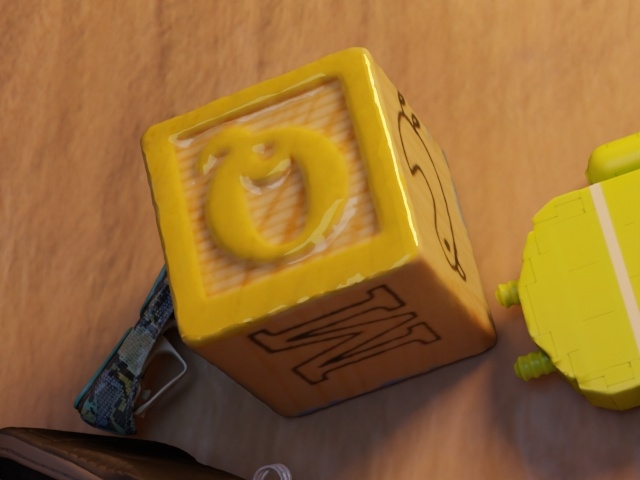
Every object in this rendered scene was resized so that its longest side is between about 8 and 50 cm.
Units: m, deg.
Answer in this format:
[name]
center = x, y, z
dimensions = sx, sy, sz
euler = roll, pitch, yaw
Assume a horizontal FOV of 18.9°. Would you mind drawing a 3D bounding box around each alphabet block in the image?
[alphabet block]
center = 0.000, 0.000, 1.465
dimensions = 0.193, 0.197, 0.192
euler = -22, 63, 13

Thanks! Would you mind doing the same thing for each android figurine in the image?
[android figurine]
center = 0.264, 0.027, 1.426
dimensions = 0.273, 0.056, 0.248
euler = -21, 63, 13

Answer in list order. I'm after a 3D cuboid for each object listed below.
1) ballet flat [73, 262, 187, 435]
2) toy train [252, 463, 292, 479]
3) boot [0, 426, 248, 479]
[ballet flat]
center = -0.128, 0.077, 1.569
dimensions = 0.070, 0.070, 0.188
euler = 24, 75, 29
[toy train]
center = -0.011, 0.256, 1.456
dimensions = 0.125, 0.046, 0.166
euler = -44, 63, -1
[boot]
center = -0.150, 0.296, 1.426
dimensions = 0.377, 0.138, 0.284
euler = 11, 92, 50
